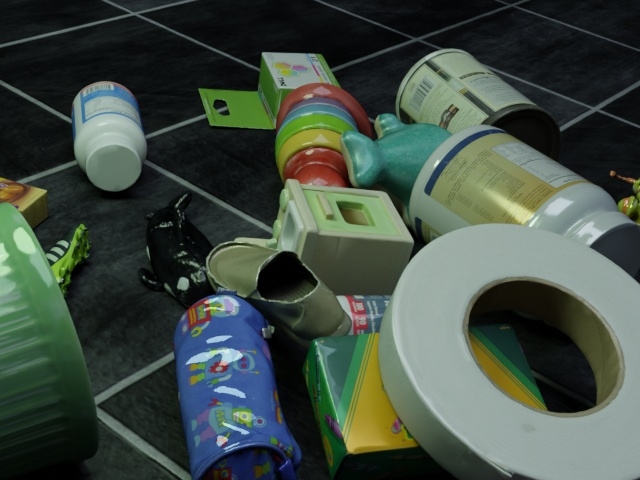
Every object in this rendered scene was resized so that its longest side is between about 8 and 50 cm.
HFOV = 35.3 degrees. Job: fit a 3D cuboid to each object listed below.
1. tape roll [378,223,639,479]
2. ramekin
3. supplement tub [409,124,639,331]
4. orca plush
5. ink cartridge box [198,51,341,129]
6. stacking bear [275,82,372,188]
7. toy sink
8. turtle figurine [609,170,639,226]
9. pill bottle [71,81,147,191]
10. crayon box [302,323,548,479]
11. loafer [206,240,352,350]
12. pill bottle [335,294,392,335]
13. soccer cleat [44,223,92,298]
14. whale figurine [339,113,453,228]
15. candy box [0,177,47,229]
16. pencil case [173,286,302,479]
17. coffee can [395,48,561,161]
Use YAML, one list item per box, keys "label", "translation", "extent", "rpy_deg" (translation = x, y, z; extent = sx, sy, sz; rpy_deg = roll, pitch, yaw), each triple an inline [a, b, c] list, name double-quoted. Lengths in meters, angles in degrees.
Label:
- label: "tape roll"
  translation: [0.264, 0.146, 1.242]
  extent: [0.392, 0.072, 0.392]
  rpy_deg: [8, 49, -10]
- label: "ramekin"
  translation: [-0.370, 0.122, 1.101]
  extent: [0.148, 0.303, 0.303]
  rpy_deg: [-19, 41, -26]
- label: "supplement tub"
  translation: [0.315, -0.018, 1.561]
  extent: [0.228, 0.228, 0.316]
  rpy_deg: [-16, 40, -35]
- label: "orca plush"
  translation: [-0.199, -0.010, 1.533]
  extent: [0.151, 0.102, 0.287]
  rpy_deg: [3, 32, -10]
- label: "ink cartridge box"
  translation: [-0.106, -0.305, 2.043]
  extent: [0.255, 0.097, 0.189]
  rpy_deg: [0, 33, -16]
- label: "stacking bear"
  translation: [-0.002, -0.128, 1.730]
  extent: [0.175, 0.164, 0.289]
  rpy_deg: [-11, 40, 10]
- label: "toy sink"
  translation: [0.000, 0.000, 1.523]
  extent: [0.234, 0.131, 0.153]
  rpy_deg: [4, 31, -17]
- label: "turtle figurine"
  translation: [0.620, -0.031, 1.796]
  extent: [0.217, 0.087, 0.269]
  rpy_deg: [16, 23, -3]
- label: "pill bottle"
  translation: [-0.366, -0.177, 1.742]
  extent: [0.124, 0.124, 0.221]
  rpy_deg: [0, 33, -15]
- label: "crayon box"
  translation: [0.132, 0.201, 1.258]
  extent: [0.278, 0.081, 0.165]
  rpy_deg: [-2, 51, -19]
- label: "loafer"
  translation: [-0.063, 0.052, 1.347]
  extent: [0.102, 0.092, 0.268]
  rpy_deg: [-38, 42, -27]
- label: "pill bottle"
  translation: [0.105, 0.128, 1.383]
  extent: [0.180, 0.108, 0.108]
  rpy_deg: [0, 33, -14]
- label: "soccer cleat"
  translation: [-0.386, 0.029, 1.470]
  extent: [0.072, 0.060, 0.179]
  rpy_deg: [-2, 31, 7]
- label: "whale figurine"
  translation: [0.150, -0.128, 1.693]
  extent: [0.272, 0.141, 0.216]
  rpy_deg: [11, 59, -50]
- label: "candy box"
  translation: [-0.511, -0.029, 1.533]
  extent: [0.109, 0.053, 0.186]
  rpy_deg: [16, 31, 11]
- label: "pencil case"
  translation: [-0.103, 0.191, 1.214]
  extent: [0.133, 0.119, 0.306]
  rpy_deg: [-17, 36, -1]
- label: "coffee can"
  translation: [0.293, -0.219, 1.904]
  extent: [0.202, 0.201, 0.275]
  rpy_deg: [-7, 35, -24]
